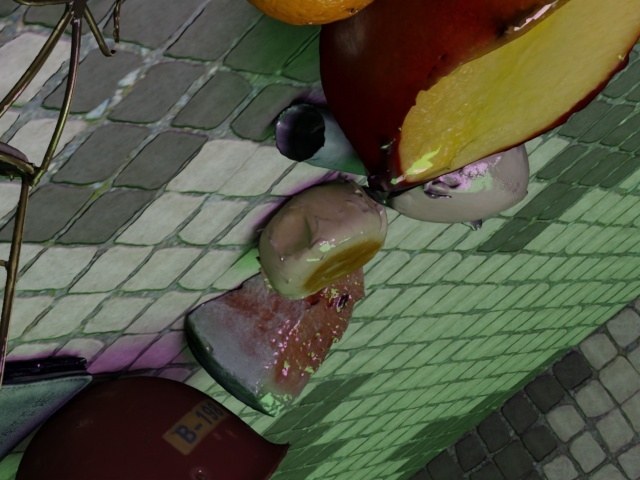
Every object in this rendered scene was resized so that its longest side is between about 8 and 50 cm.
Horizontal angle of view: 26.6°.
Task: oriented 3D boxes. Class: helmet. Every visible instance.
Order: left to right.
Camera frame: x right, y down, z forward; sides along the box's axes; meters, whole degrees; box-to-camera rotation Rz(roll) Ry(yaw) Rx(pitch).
[{"bbox_3d":[-0.231,0.284,1.640,0.337,0.230,0.385,-43,176,29],"label":"helmet"}]

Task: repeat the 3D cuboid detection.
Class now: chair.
[{"bbox_3d":[-0.264,-0.062,0.950,0.160,0.170,0.326,26,75,-63],"label":"chair"}]

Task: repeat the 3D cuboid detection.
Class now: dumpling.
[{"bbox_3d":[0.122,-0.114,1.372,0.163,0.204,0.293,-25,167,25],"label":"dumpling"}]

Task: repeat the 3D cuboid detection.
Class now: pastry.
[{"bbox_3d":[0.000,0.000,1.550,0.166,0.088,0.166,-28,160,-11],"label":"pastry"}]

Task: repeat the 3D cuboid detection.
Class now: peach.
[{"bbox_3d":[0.132,-0.212,1.093,0.257,0.201,0.362,-17,158,-33],"label":"peach"}]

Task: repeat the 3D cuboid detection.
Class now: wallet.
[{"bbox_3d":[-0.373,0.204,1.519,0.222,0.036,0.167,-43,158,26],"label":"wallet"}]

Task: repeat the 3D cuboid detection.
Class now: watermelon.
[{"bbox_3d":[-0.036,0.091,1.666,0.241,0.154,0.094,-43,162,-13],"label":"watermelon"}]

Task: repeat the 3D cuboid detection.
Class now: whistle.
[{"bbox_3d":[0.055,-0.097,1.447,0.062,0.062,0.312,-42,158,21],"label":"whistle"}]

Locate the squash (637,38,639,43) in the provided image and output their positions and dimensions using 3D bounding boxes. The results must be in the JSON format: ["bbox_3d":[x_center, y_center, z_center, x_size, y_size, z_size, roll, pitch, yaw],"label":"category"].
[{"bbox_3d":[0.266,-0.253,1.283,0.123,0.170,0.170,-25,161,10],"label":"squash"}]

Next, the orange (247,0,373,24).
[{"bbox_3d":[-0.005,-0.223,0.989,0.135,0.117,0.136,-5,115,-11],"label":"orange"}]
